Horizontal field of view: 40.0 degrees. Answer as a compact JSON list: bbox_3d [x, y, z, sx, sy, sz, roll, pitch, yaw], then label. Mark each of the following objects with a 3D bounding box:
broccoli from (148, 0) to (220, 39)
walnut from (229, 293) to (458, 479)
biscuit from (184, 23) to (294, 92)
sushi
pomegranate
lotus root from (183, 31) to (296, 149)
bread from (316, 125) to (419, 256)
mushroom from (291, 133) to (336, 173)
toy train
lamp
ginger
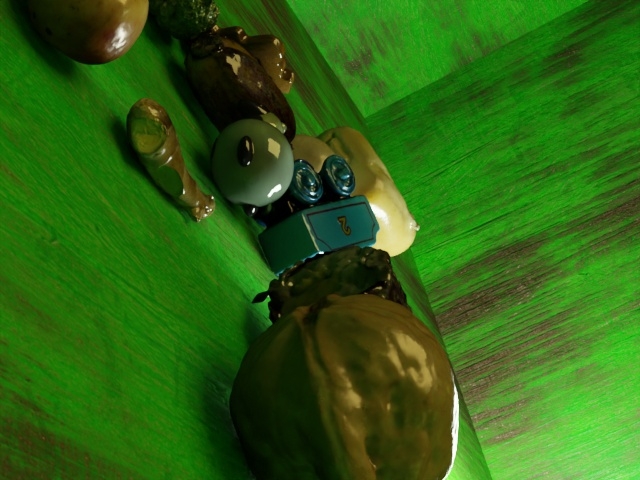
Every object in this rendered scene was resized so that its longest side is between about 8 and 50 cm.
[{"bbox_3d":[-0.296,-0.574,1.948,0.186,0.302,0.254,16,69,-22],"label":"broccoli"},{"bbox_3d":[0.039,0.274,1.405,0.384,0.383,0.384,58,14,-24],"label":"walnut"},{"bbox_3d":[-0.207,-0.437,2.145,0.278,0.301,0.043,106,9,-65],"label":"biscuit"},{"bbox_3d":[0.052,0.183,1.724,0.294,0.281,0.299,65,-5,-25],"label":"sushi"},{"bbox_3d":[-0.371,-0.380,1.415,0.191,0.191,0.191,58,14,-24],"label":"pomegranate"},{"bbox_3d":[-0.178,-0.328,2.056,0.397,0.179,0.196,53,18,-46],"label":"lotus root"},{"bbox_3d":[0.087,-0.133,2.536,0.348,0.253,0.376,60,3,35],"label":"bread"},{"bbox_3d":[-0.055,-0.171,2.298,0.204,0.204,0.204,58,14,-24],"label":"mushroom"},{"bbox_3d":[-0.017,-0.048,2.047,0.300,0.188,0.265,-17,82,-54],"label":"toy train"},{"bbox_3d":[-0.144,-0.184,1.889,0.198,0.197,0.244,55,23,-34],"label":"lamp"},{"bbox_3d":[-0.270,-0.138,1.592,0.131,0.086,0.294,63,2,42],"label":"ginger"}]
